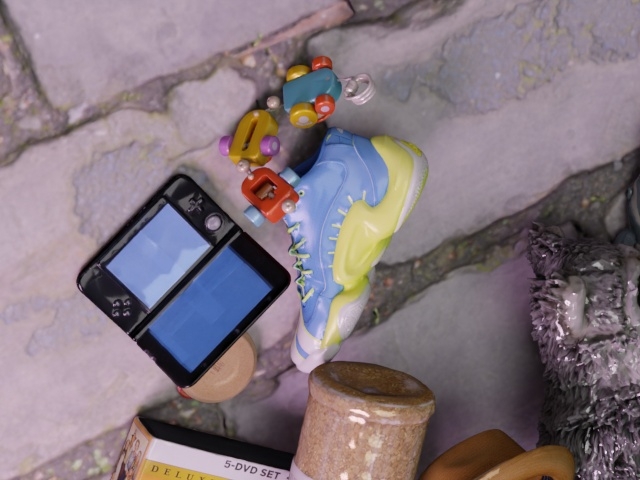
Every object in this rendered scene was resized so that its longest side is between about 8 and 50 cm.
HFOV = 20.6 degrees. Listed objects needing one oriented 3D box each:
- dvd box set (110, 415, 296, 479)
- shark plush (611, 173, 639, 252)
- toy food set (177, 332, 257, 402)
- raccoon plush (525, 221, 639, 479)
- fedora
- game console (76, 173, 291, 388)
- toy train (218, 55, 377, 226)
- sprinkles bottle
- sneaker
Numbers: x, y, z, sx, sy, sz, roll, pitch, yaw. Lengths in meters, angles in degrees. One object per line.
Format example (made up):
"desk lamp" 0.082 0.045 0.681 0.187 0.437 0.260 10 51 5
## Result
"dvd box set" -0.110 0.400 1.720 0.308 0.062 0.420 18 99 -28
"shark plush" 0.348 -0.035 1.772 0.073 0.067 0.161 2 106 -24
"toy food set" -0.100 0.115 1.655 0.083 0.020 0.082 19 98 -28
"raccoon plush" 0.229 0.203 1.734 0.299 0.216 0.446 38 90 -20
"fedora" 0.147 0.240 1.657 0.194 0.079 0.194 -24 146 -18
"game console" -0.123 0.035 1.583 0.144 0.085 0.124 -46 118 -4
"toy train" -0.019 -0.085 1.574 0.166 0.125 0.046 -49 137 -7
"sprinkles bottle" 0.013 0.295 1.634 0.121 0.121 0.355 5 105 -25
"sneaker" 0.000 0.000 1.639 0.126 0.091 0.240 25 102 -3
